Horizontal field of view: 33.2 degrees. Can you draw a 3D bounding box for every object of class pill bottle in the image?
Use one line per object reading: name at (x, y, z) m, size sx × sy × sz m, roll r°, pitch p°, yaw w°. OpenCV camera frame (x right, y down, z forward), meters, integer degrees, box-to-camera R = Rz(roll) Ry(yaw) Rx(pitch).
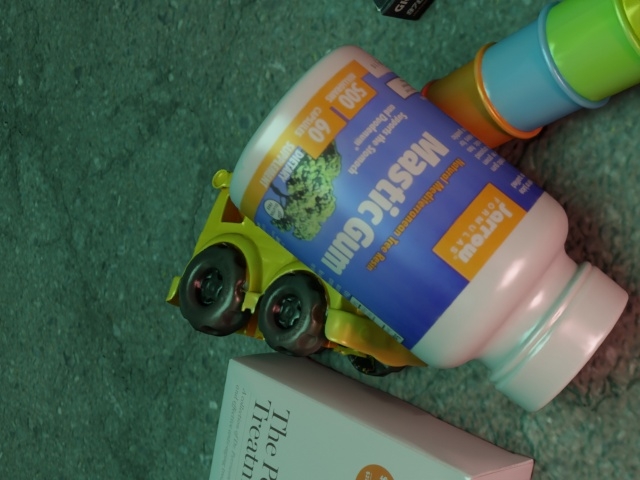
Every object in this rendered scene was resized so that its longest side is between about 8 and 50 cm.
pill bottle at (0.081, -0.004, 0.779) m, size 0.272 × 0.152 × 0.152 m, roll 39°, pitch 120°, yaw 7°

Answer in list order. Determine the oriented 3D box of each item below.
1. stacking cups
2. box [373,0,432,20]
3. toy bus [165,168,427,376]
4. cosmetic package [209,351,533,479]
stacking cups at (0.168, -0.130, 0.798) m, size 0.316 × 0.096 × 0.096 m, roll -24°, pitch 73°, yaw 47°
box at (0.067, -0.327, 0.915) m, size 0.175 × 0.051 × 0.220 m, roll -48°, pitch 59°, yaw 34°
toy bus at (0.000, 0.000, 0.935) m, size 0.220 × 0.149 × 0.211 m, roll 11°, pitch 82°, yaw 42°
cosmetic package at (0.011, 0.320, 0.942) m, size 0.284 × 0.097 × 0.377 m, roll 18°, pitch 102°, yaw 41°
